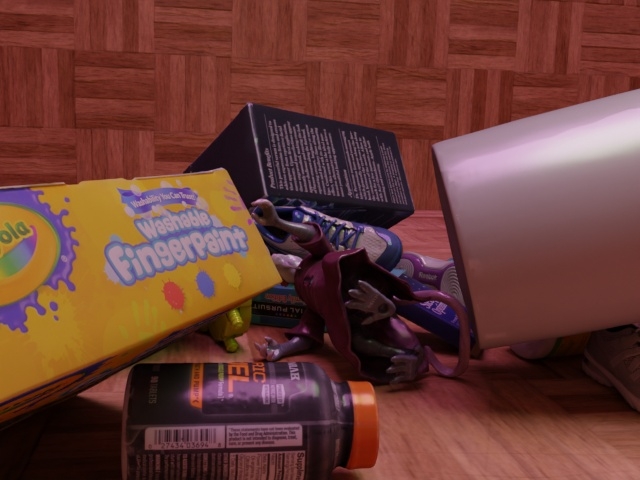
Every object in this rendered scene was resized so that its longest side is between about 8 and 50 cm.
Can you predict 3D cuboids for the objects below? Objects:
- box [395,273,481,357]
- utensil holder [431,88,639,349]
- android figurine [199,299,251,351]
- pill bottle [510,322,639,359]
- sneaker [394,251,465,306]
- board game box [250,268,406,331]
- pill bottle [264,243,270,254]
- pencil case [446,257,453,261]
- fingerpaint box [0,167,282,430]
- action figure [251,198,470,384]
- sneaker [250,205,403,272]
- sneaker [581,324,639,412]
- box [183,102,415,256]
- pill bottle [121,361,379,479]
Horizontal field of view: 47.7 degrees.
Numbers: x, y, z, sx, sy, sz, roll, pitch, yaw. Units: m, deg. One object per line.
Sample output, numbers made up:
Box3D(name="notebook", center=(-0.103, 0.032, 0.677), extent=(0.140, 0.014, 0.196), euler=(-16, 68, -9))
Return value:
Box3D(name="box", center=(0.187, 0.118, 1.265), extent=(0.225, 0.036, 0.136), euler=(27, 16, 13))
Box3D(name="utensil holder", center=(0.376, -0.031, 1.009), extent=(0.385, 0.327, 0.327), euler=(-14, 7, 8))
Box3D(name="android figurine", center=(-0.180, 0.057, 1.224), extent=(0.056, 0.248, 0.273), euler=(-8, 53, -24))
Box3D(name="pill bottle", center=(0.442, 0.124, 1.222), extent=(0.246, 0.136, 0.136), euler=(-2, 9, -22))
Box3D(name="sneaker", center=(0.284, 0.092, 1.480), extent=(0.152, 0.114, 0.305), euler=(13, 7, -35))
Box3D(name="board game box", center=(-0.021, 0.105, 1.434), extent=(0.336, 0.079, 0.254), euler=(5, 10, 18))
Box3D(name="pill bottle", center=(-0.154, 0.025, 1.363), extent=(0.094, 0.094, 0.169), euler=(-1, 10, -16))
Box3D(name="pencil case", center=(0.357, 0.084, 1.704), extent=(0.070, 0.064, 0.152), euler=(15, -1, -36))
Box3D(name="fingerpaint box", center=(-0.304, 0.091, 0.708), extent=(0.371, 0.163, 0.445), euler=(-28, -4, 23))
Box3D(name="action figure", center=(0.033, 0.067, 1.152), extent=(0.276, 0.248, 0.370), euler=(-1, 12, -23))
Box3D(name="sneaker", center=(0.000, 0.000, 1.318), extent=(0.296, 0.112, 0.131), euler=(6, -21, 30))
Box3D(name="sneaker", center=(0.461, 0.168, 1.006), extent=(0.105, 0.115, 0.281), euler=(-1, 9, -18))
Box3D(name="box", center=(-0.048, -0.108, 1.581), extent=(0.395, 0.212, 0.293), euler=(4, -26, -36))
Box3D(name="pill bottle", center=(-0.067, 0.187, 0.726), extent=(0.246, 0.130, 0.130), euler=(1, 9, -9))
